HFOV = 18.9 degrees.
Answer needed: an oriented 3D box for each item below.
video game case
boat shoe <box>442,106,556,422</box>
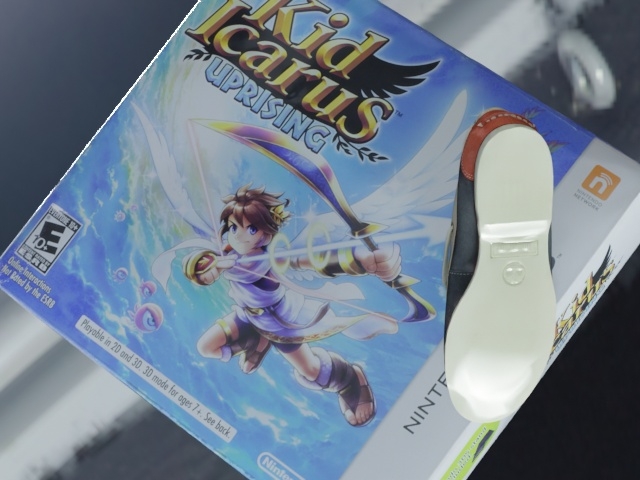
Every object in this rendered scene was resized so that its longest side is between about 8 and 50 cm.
[{"bbox_3d":[0.000,0.000,1.012,0.269,0.061,0.244,34,-98,21],"label":"video game case"},{"bbox_3d":[0.075,0.011,0.835,0.049,0.043,0.137,-1,-73,-12],"label":"boat shoe"}]
